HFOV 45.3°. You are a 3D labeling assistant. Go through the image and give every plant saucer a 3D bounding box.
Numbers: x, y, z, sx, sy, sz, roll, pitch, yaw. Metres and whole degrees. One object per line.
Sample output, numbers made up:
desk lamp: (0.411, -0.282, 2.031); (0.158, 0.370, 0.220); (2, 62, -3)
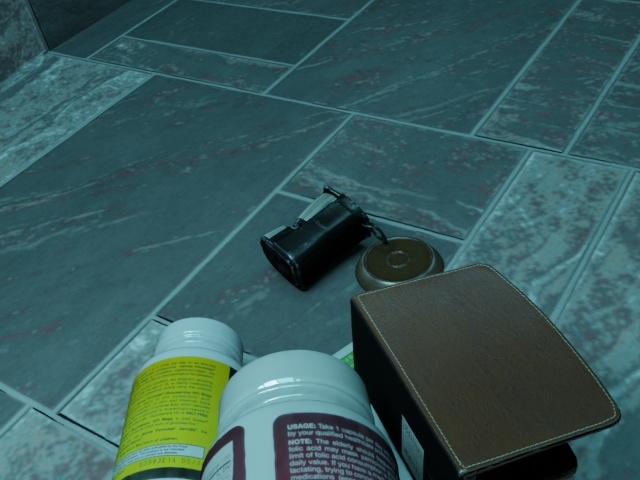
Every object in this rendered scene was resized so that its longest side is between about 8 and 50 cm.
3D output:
plant saucer: (0.148, 0.044, 1.452); (0.169, 0.029, 0.168); (-7, 41, 6)

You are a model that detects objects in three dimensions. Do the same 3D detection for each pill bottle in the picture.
pill bottle: (-0.016, 0.313, 0.799); (0.224, 0.224, 0.392); (-10, 34, 1)
pill bottle: (-0.194, 0.281, 1.130); (0.188, 0.187, 0.333); (-7, 41, 5)

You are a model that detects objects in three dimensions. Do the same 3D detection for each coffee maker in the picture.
coffee maker: (0.000, 0.000, 1.454); (0.178, 0.120, 0.171); (-40, 34, -20)

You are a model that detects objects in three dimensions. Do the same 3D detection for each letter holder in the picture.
letter holder: (0.193, 0.185, 0.950); (0.215, 0.151, 0.301); (-15, 38, -14)

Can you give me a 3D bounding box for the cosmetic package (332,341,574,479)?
cosmetic package: (0.136, 0.304, 1.053); (0.197, 0.155, 0.366); (-31, 42, -26)
